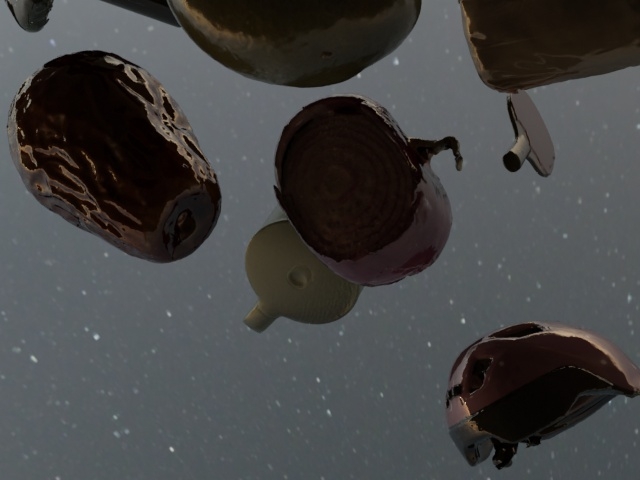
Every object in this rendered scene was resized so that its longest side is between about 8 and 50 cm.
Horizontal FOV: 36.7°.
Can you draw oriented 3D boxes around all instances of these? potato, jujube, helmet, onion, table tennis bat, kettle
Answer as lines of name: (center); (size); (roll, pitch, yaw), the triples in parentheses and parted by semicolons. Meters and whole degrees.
potato: (-0.029, -0.220, 0.844); (0.235, 0.160, 0.178); (21, -162, 17)
jujube: (-0.202, -0.084, 0.970); (0.190, 0.190, 0.255); (-42, -125, -16)
helmet: (0.253, 0.166, 1.139); (0.253, 0.198, 0.154); (-24, -105, -33)
onion: (0.049, -0.050, 1.034); (0.207, 0.200, 0.200); (30, -114, 17)
table tennis bat: (0.281, -0.138, 1.312); (0.022, 0.131, 0.234); (-23, -168, 28)
kettle: (-0.003, -0.014, 1.632); (0.265, 0.205, 0.318); (-13, -155, 27)

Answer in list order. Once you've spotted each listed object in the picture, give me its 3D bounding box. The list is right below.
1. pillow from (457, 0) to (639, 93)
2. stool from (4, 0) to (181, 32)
pillow: (0.315, -0.286, 1.225); (0.270, 0.173, 0.067); (-11, -162, 13)
stool: (-0.261, -0.431, 1.099); (0.226, 0.310, 0.310); (-10, -120, -32)
